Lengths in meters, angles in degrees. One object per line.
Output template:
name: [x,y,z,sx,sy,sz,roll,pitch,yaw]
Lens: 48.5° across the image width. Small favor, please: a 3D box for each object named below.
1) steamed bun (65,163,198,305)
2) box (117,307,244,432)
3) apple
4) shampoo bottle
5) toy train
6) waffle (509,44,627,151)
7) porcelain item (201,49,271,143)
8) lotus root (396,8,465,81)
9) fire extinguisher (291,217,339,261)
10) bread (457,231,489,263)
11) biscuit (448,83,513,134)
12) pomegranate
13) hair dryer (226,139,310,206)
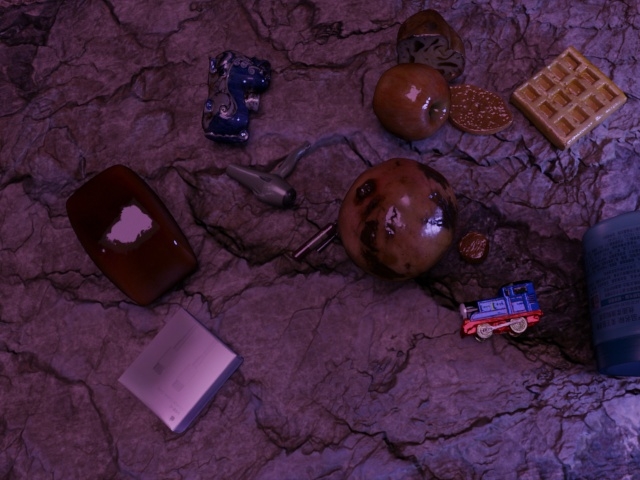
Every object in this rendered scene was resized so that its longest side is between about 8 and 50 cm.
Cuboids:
steamed bun: [-0.512,-0.028,1.886,0.235,0.248,0.379,-37,74,-5]
box: [-0.358,0.334,1.838,0.203,0.106,0.252,39,81,13]
apple: [0.250,-0.380,1.945,0.188,0.211,0.211,24,75,39]
shampoo bottle: [0.800,0.128,1.669,0.331,0.331,0.343,-3,71,5]
toy train: [0.453,0.184,1.814,0.204,0.083,0.131,-10,73,0]
waffle: [0.691,-0.398,1.983,0.248,0.055,0.221,-38,73,-7]
porcelain item: [-0.244,-0.411,2.050,0.186,0.138,0.288,8,69,-10]
lotus root: [0.319,-0.567,2.012,0.199,0.188,0.180,9,60,10]
fire extinguisher: [0.000,0.000,1.940,0.173,0.035,0.049,-40,70,-4]
bread: [0.407,0.020,1.884,0.085,0.053,0.085,-6,66,15]
biscuit: [0.437,-0.368,2.012,0.220,0.029,0.142,23,75,11]
pomegranate: [0.193,-0.054,1.805,0.322,0.322,0.322,-2,73,5]
hair dryer: [-0.155,-0.203,2.005,0.219,0.088,0.225,8,61,12]
